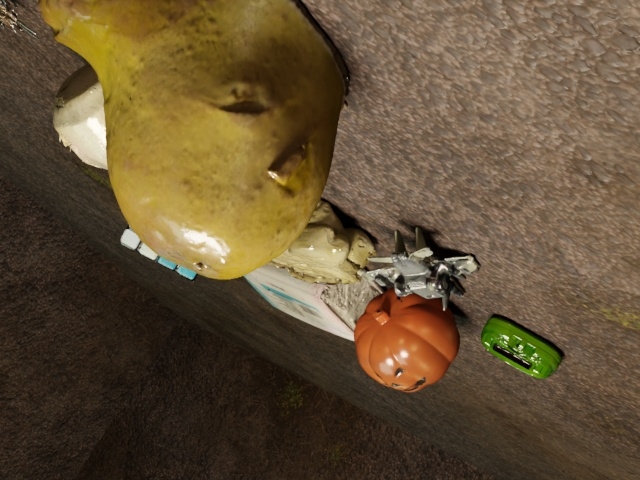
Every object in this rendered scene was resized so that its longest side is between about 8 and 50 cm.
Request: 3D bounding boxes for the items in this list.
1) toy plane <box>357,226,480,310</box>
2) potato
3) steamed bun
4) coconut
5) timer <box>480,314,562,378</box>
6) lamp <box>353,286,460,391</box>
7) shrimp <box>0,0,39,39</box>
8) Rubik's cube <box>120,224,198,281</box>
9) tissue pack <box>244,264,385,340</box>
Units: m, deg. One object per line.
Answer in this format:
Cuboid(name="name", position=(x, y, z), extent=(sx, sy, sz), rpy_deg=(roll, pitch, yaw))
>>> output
Cuboid(name="toy plane", position=(0.175, 0.063, 1.779), extent=(0.192, 0.088, 0.262), rpy_deg=(-8, 150, 28))
Cuboid(name="potato", position=(-0.166, -0.142, 1.283), extent=(0.397, 0.296, 0.290), rpy_deg=(31, 157, -22))
Cuboid(name="steamed bun", position=(0.000, 0.000, 1.918), extent=(0.177, 0.106, 0.192), rpy_deg=(24, 160, -31))
Cuboid(name="coconut", position=(-0.337, -0.192, 1.840), extent=(0.171, 0.171, 0.183), rpy_deg=(16, 148, 51))
Cuboid(name="timer", position=(0.336, 0.183, 1.923), extent=(0.140, 0.047, 0.128), rpy_deg=(30, 166, 11))
Cuboid(name="lamp", position=(0.147, 0.168, 2.012), extent=(0.164, 0.188, 0.187), rpy_deg=(42, 164, -35))
Cuboid(name="shrimp", position=(-0.547, -0.392, 1.817), extent=(0.233, 0.079, 0.090), rpy_deg=(33, 129, -15))
Cuboid(name="Rubik's cube", position=(-0.240, -0.053, 1.988), extent=(0.151, 0.154, 0.155), rpy_deg=(29, -153, -9))
Cuboid(name="tissue pack", position=(-0.022, 0.079, 2.207), extent=(0.271, 0.124, 0.201), rpy_deg=(21, 164, 43))
